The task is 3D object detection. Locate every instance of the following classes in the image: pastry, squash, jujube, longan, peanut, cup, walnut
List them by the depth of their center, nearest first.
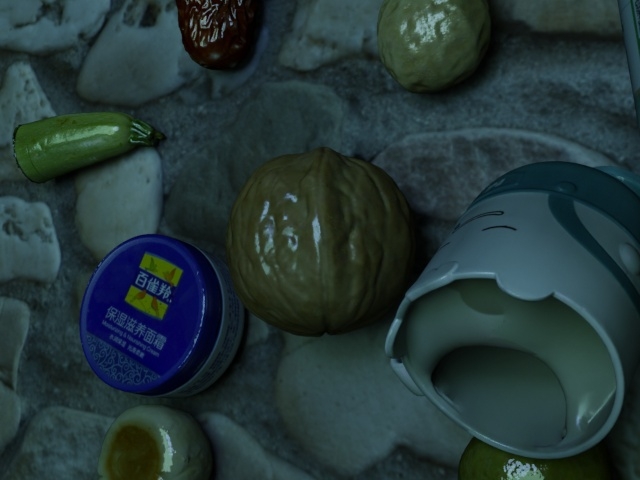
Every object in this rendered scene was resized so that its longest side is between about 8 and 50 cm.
[{"bbox_3d":[0.193,0.067,1.026,0.219,0.257,0.290,50,135,-10],"label":"cup"},{"bbox_3d":[0.220,0.238,1.060,0.155,0.176,0.145,2,123,8],"label":"longan"},{"bbox_3d":[0.000,0.000,1.187,0.228,0.228,0.228,-6,77,28],"label":"walnut"},{"bbox_3d":[0.132,-0.258,1.219,0.141,0.109,0.159,-16,76,11],"label":"peanut"},{"bbox_3d":[-0.212,0.286,1.311,0.156,0.092,0.156,-8,72,28],"label":"pastry"},{"bbox_3d":[-0.141,-0.319,1.394,0.112,0.109,0.176,-18,76,63],"label":"jujube"},{"bbox_3d":[-0.327,-0.140,1.479,0.224,0.094,0.094,-7,76,20],"label":"squash"}]

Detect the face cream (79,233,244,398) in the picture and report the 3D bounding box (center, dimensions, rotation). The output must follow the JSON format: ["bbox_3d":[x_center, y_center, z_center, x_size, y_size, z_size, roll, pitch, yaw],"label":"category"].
[{"bbox_3d":[-0.202,0.101,1.332,0.206,0.111,0.206,-7,76,27],"label":"face cream"}]

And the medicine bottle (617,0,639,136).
[{"bbox_3d":[0.384,-0.169,1.046,0.133,0.133,0.274,-13,73,27],"label":"medicine bottle"}]
